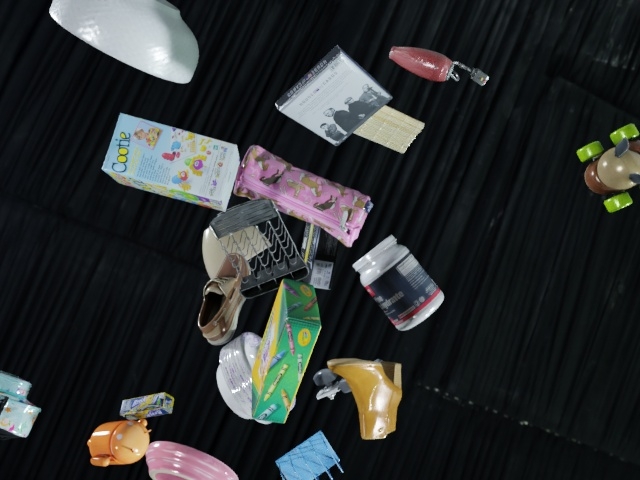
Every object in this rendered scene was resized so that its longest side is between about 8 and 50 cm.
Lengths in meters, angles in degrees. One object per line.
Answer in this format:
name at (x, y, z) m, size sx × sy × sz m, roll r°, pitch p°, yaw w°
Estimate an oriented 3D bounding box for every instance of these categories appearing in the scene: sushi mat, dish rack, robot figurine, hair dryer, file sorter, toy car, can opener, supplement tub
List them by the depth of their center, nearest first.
toy car at (0.630, -0.156, 1.122) m, size 0.155 × 0.149 × 0.188 m, roll 65°, pitch -164°, yaw 8°
dish rack at (-0.172, 0.019, 1.506) m, size 0.074 × 0.208 × 0.271 m, roll -106°, pitch -7°, yaw -54°
hair dryer at (0.339, -0.521, 1.667) m, size 0.293 × 0.080 × 0.223 m, roll 14°, pitch -167°, yaw -24°
robot figurine at (-0.612, 0.615, 1.673) m, size 0.219 × 0.128 × 0.158 m, roll -16°, pitch 158°, yaw 33°
file sorter at (-0.030, 0.702, 1.692) m, size 0.118 × 0.170 × 0.104 m, roll 59°, pitch 172°, yaw -10°
can opener at (0.083, 0.439, 1.747) m, size 0.093 × 0.280 × 0.074 m, roll 58°, pitch -145°, yaw -5°
supplement tub at (0.252, 0.137, 1.786) m, size 0.272 × 0.191 × 0.191 m, roll 52°, pitch 176°, yaw 4°
sushi mat at (0.236, -0.445, 2.109) m, size 0.316 × 0.151 × 0.019 m, roll 17°, pitch -143°, yaw -27°

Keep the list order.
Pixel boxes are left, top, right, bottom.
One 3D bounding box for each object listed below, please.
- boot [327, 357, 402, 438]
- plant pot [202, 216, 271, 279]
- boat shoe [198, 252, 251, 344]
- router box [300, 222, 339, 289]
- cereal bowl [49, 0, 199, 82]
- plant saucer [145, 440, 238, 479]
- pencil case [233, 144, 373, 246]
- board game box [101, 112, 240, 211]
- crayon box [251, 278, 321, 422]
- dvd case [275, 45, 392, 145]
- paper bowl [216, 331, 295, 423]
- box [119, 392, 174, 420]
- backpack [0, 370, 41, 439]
boot at (0.125, 0.435, 1.502) m, size 0.295 × 0.211 × 0.104 m, roll 17°, pitch 166°, yaw -42°
plant pot at (-0.372, 0.010, 2.244) m, size 0.191 × 0.284 × 0.284 m, roll 59°, pitch 170°, yaw -4°
boat shoe at (-0.311, 0.169, 1.761) m, size 0.123 × 0.324 × 0.116 m, roll -10°, pitch 142°, yaw 23°
router box at (0.000, 0.000, 1.950) m, size 0.081 × 0.309 × 0.243 m, roll 10°, pitch -175°, yaw -14°
cereal bowl at (-0.431, -0.511, 1.272) m, size 0.339 × 0.141 × 0.339 m, roll 27°, pitch -163°, yaw -9°
plant saucer at (-0.444, 0.791, 1.842) m, size 0.332 × 0.084 × 0.332 m, roll 12°, pitch 138°, yaw 11°
pencil case at (-0.054, -0.126, 1.529) m, size 0.386 × 0.160 × 0.167 m, roll 25°, pitch 164°, yaw -1°
board game box at (-0.348, -0.181, 1.312) m, size 0.275 × 0.144 × 0.142 m, roll 16°, pitch 172°, yaw -3°
crayon box at (-0.083, 0.249, 1.239) m, size 0.081 × 0.278 × 0.165 m, roll 14°, pitch -157°, yaw -13°
dvd case at (0.036, -0.310, 1.213) m, size 0.238 × 0.179 × 0.030 m, roll 19°, pitch -141°, yaw -55°
paper bowl at (-0.217, 0.444, 1.732) m, size 0.284 × 0.148 × 0.284 m, roll 54°, pitch -170°, yaw -14°
box at (-0.581, 0.558, 1.838) m, size 0.168 × 0.054 × 0.059 m, roll -14°, pitch 140°, yaw 15°
backpack at (-0.980, 0.494, 1.646) m, size 0.225 × 0.191 × 0.253 m, roll -14°, pitch 135°, yaw 45°
